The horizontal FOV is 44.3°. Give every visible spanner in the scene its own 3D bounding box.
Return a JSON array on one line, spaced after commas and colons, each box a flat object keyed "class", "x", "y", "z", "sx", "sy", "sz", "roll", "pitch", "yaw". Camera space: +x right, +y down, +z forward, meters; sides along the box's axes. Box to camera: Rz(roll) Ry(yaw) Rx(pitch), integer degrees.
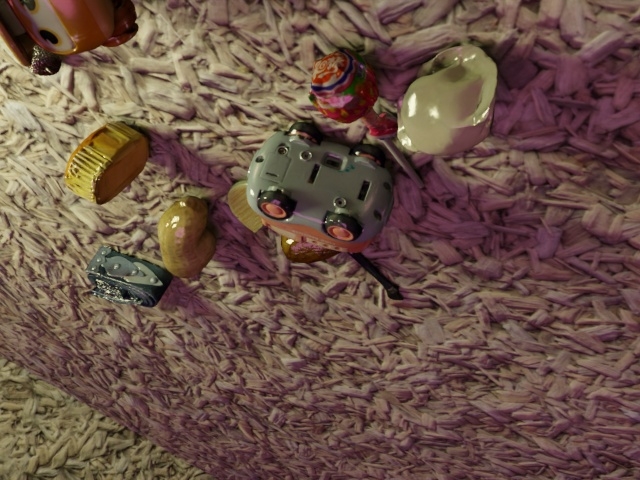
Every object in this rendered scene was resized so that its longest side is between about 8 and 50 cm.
[{"class": "spanner", "x": 0.129, "y": 0.080, "z": 1.852, "sx": 0.046, "sy": 0.012, "sz": 0.208, "roll": -18, "pitch": 129, "yaw": 44}]

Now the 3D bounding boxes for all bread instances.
[{"class": "bread", "x": -0.152, "y": -0.091, "z": 1.760, "sx": 0.112, "sy": 0.036, "sz": 0.193, "roll": 34, "pitch": 147, "yaw": -8}, {"class": "bread", "x": -0.463, "y": -0.170, "z": 1.690, "sx": 0.114, "sy": 0.190, "sz": 0.132, "roll": 28, "pitch": 143, "yaw": 6}]

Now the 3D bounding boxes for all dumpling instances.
[{"class": "dumpling", "x": 0.207, "y": -0.224, "z": 1.305, "sx": 0.132, "sy": 0.162, "sz": 0.250, "roll": -1, "pitch": 171, "yaw": -32}]

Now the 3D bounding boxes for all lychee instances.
[{"class": "lychee", "x": -0.563, "y": -0.363, "z": 1.591, "sx": 0.083, "sy": 0.068, "sz": 0.067, "roll": 48, "pitch": 163, "yaw": 14}]

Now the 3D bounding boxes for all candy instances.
[{"class": "candy", "x": 0.103, "y": -0.201, "z": 1.434, "sx": 0.124, "sy": 0.124, "sz": 0.365, "roll": -7, "pitch": 144, "yaw": 35}]

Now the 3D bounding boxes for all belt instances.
[{"class": "belt", "x": -0.531, "y": 0.118, "z": 2.161, "sx": 0.218, "sy": 0.128, "sz": 0.122, "roll": 17, "pitch": 145, "yaw": 10}]

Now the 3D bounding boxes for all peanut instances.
[{"class": "peanut", "x": -0.322, "y": -0.010, "z": 1.890, "sx": 0.137, "sy": 0.122, "sz": 0.253, "roll": -17, "pitch": 144, "yaw": -13}]

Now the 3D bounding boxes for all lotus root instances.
[{"class": "lotus root", "x": 0.000, "y": 0.000, "z": 1.751, "sx": 0.191, "sy": 0.094, "sz": 0.108, "roll": -7, "pitch": 171, "yaw": 28}]

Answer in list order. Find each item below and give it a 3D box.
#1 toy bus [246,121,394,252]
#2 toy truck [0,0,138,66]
[{"class": "toy bus", "x": 0.000, "y": -0.085, "z": 1.570, "sx": 0.288, "sy": 0.194, "sz": 0.232, "roll": 17, "pitch": 157, "yaw": 6}, {"class": "toy truck", "x": -0.448, "y": -0.422, "z": 1.302, "sx": 0.212, "sy": 0.288, "sz": 0.204, "roll": -29, "pitch": 136, "yaw": -5}]
